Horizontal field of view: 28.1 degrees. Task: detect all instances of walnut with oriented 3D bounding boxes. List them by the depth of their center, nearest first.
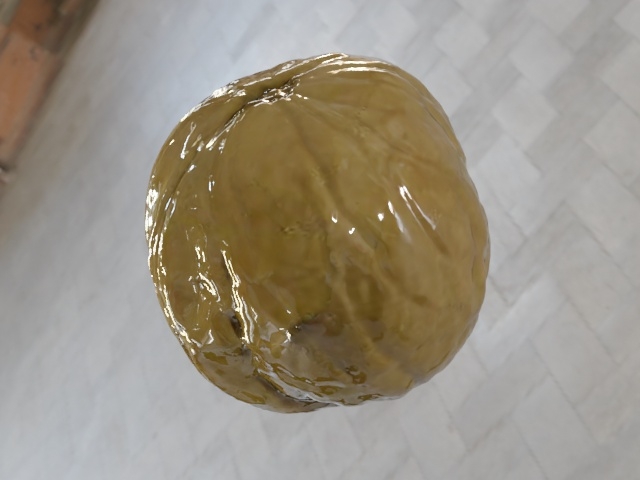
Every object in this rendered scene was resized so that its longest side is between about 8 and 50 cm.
[{"bbox_3d":[0.000,0.000,0.792,0.228,0.228,0.228,-36,35,31],"label":"walnut"}]
